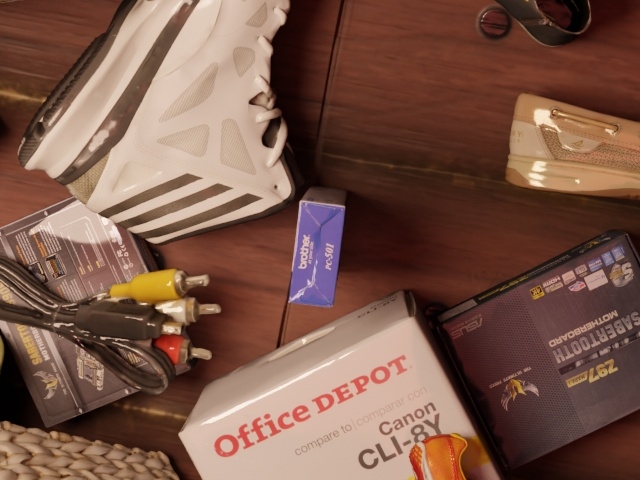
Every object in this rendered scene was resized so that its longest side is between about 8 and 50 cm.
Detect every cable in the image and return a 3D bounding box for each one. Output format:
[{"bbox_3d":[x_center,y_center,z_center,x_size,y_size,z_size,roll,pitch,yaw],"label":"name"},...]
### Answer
[{"bbox_3d":[-0.251,0.083,1.045,0.287,0.072,0.139,9,115,14],"label":"cable"}]

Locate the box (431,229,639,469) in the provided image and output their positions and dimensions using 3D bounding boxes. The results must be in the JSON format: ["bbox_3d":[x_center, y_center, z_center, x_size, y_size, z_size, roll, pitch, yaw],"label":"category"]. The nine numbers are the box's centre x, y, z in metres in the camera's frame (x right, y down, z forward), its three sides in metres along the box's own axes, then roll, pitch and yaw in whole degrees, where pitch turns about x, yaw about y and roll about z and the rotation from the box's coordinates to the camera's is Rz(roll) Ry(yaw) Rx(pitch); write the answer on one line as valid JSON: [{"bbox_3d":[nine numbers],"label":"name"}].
[{"bbox_3d":[0.265,0.120,1.061,0.232,0.059,0.183,-26,96,3],"label":"box"}]

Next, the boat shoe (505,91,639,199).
[{"bbox_3d":[0.369,-0.095,1.002,0.341,0.121,0.110,5,98,3],"label":"boat shoe"}]

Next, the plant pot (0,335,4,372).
[{"bbox_3d":[-0.488,0.244,1.038,0.274,0.275,0.294,10,113,1],"label":"plant pot"}]

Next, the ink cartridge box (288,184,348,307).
[{"bbox_3d":[0.000,0.000,0.988,0.046,0.207,0.097,7,97,2],"label":"ink cartridge box"}]

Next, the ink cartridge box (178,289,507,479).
[{"bbox_3d":[0.060,0.289,1.044,0.279,0.160,0.385,-27,95,5],"label":"ink cartridge box"}]

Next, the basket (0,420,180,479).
[{"bbox_3d":[-0.288,0.395,0.961,0.331,0.328,0.266,-47,54,9],"label":"basket"}]

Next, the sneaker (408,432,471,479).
[{"bbox_3d":[0.136,0.272,0.929,0.067,0.064,0.175,-13,98,-9],"label":"sneaker"}]

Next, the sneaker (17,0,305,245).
[{"bbox_3d":[-0.085,-0.190,1.023,0.257,0.169,0.447,38,90,-23],"label":"sneaker"}]

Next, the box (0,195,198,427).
[{"bbox_3d":[-0.267,0.071,1.086,0.183,0.056,0.231,-23,95,6],"label":"box"}]

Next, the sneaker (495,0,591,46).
[{"bbox_3d":[0.194,-0.293,0.987,0.222,0.118,0.083,41,97,-3],"label":"sneaker"}]
